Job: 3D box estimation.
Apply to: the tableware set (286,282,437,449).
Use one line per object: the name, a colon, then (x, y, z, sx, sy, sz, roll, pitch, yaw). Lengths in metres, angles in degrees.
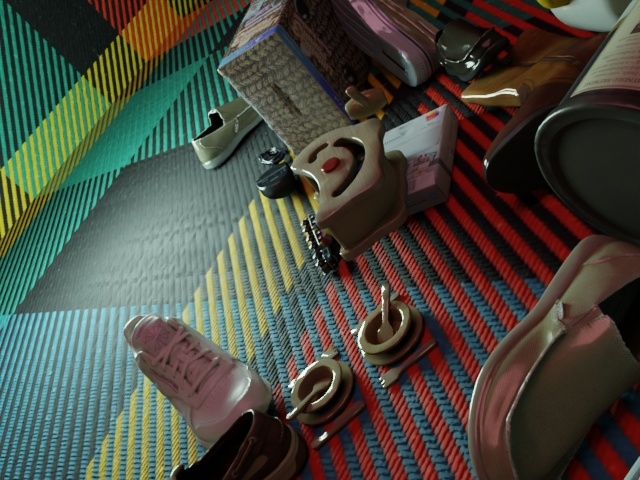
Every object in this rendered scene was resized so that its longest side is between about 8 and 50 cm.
tableware set: (0.035, 0.138, 0.855, 0.194, 0.039, 0.128, -42, 29, 4)

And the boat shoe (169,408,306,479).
boat shoe: (-0.139, 0.288, 0.819, 0.257, 0.095, 0.095, -45, 29, -2)

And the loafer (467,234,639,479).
loafer: (0.217, 0.101, 0.609, 0.268, 0.102, 0.092, -55, 25, -21)

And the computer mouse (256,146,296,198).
computer mouse: (-0.084, -0.127, 1.368, 0.071, 0.041, 0.242, -31, 23, 6)

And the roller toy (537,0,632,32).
roller toy: (0.380, -0.358, 0.915, 0.209, 0.191, 0.146, -60, 29, 4)

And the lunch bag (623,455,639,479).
lunch bag: (0.312, 0.148, 0.420, 0.279, 0.108, 0.224, -48, 26, -9)

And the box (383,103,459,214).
box: (0.126, -0.108, 1.066, 0.145, 0.038, 0.186, -22, 37, 33)

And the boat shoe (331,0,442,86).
boat shoe: (0.124, -0.386, 1.316, 0.094, 0.109, 0.302, -31, 58, -11)

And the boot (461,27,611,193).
boot: (0.257, -0.186, 0.948, 0.264, 0.096, 0.280, -48, 27, 0)

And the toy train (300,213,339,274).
toy train: (0.000, 0.000, 1.094, 0.036, 0.027, 0.158, -36, 30, 8)

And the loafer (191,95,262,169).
loafer: (-0.202, -0.278, 1.654, 0.094, 0.087, 0.251, 3, 53, 53)

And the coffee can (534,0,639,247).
coffee can: (0.355, -0.147, 0.658, 0.275, 0.201, 0.201, -52, 30, -16)

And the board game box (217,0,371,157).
board game box: (-0.035, -0.351, 1.390, 0.141, 0.232, 0.291, -23, 35, 32)

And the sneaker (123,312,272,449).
sneaker: (-0.179, 0.178, 0.959, 0.114, 0.152, 0.305, -51, 31, -18)

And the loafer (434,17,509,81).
loafer: (0.216, -0.297, 1.111, 0.080, 0.078, 0.220, -45, 13, 2)

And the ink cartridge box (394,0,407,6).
ink cartridge box: (0.118, -0.544, 1.633, 0.175, 0.069, 0.371, -23, 32, 33)

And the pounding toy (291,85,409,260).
pounding toy: (0.020, -0.113, 1.005, 0.154, 0.155, 0.269, -24, 35, 23)
